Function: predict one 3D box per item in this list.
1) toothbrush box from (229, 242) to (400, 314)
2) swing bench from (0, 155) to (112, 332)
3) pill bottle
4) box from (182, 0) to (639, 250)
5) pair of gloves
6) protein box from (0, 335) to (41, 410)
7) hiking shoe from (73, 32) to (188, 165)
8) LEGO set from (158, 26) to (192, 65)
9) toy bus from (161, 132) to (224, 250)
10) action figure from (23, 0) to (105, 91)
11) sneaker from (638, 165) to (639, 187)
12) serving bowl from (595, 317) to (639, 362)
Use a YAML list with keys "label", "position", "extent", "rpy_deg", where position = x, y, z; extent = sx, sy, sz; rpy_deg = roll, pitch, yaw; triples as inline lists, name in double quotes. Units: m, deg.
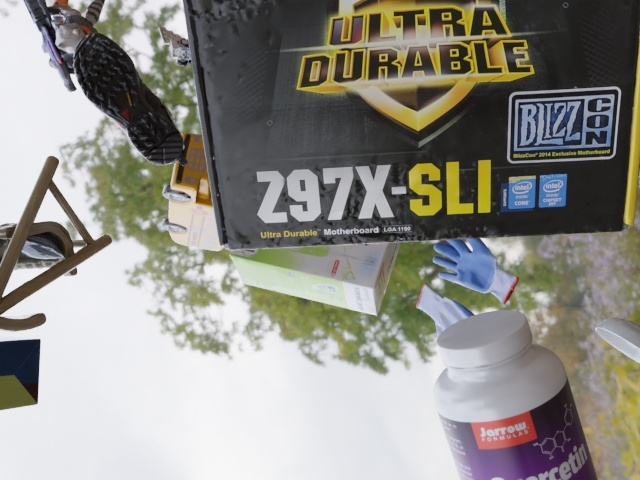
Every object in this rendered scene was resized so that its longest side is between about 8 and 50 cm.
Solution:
- label: "toothbrush box"
  position: [0.000, 0.000, 1.528]
  extent: [0.122, 0.283, 0.206]
  rpy_deg: [77, -150, -59]
- label: "swing bench"
  position: [-0.484, 0.030, 1.114]
  extent: [0.165, 0.253, 0.254]
  rpy_deg: [65, -143, -35]
- label: "pill bottle"
  position: [0.265, 0.267, 1.088]
  extent: [0.181, 0.181, 0.323]
  rpy_deg: [-49, -59, -68]
- label: "box"
  position: [0.069, -0.128, 0.593]
  extent: [0.079, 0.322, 0.257]
  rpy_deg: [-82, -11, -63]
- label: "pair of gloves"
  position: [0.219, 0.088, 1.235]
  extent: [0.023, 0.198, 0.159]
  rpy_deg: [-5, -146, -41]
- label: "protein box"
  position: [-0.696, 0.256, 1.554]
  extent: [0.200, 0.201, 0.136]
  rpy_deg: [8, -97, -63]
- label: "hiking shoe"
  position: [-0.279, -0.199, 1.171]
  extent: [0.227, 0.086, 0.114]
  rpy_deg: [55, 178, 3]
- label: "LEGO set"
  position: [-0.072, -0.242, 0.984]
  extent: [0.244, 0.182, 0.060]
  rpy_deg: [39, -153, -54]
- label: "toy bus"
  position: [-0.220, -0.081, 1.481]
  extent: [0.332, 0.130, 0.108]
  rpy_deg: [124, 157, -69]
- label: "action figure"
  position: [-0.651, -0.581, 2.052]
  extent: [0.330, 0.178, 0.341]
  rpy_deg: [-113, 4, -55]
- label: "sneaker"
  position: [0.665, -0.197, 1.738]
  extent: [0.079, 0.121, 0.217]
  rpy_deg: [94, -172, -52]
- label: "serving bowl"
  position: [0.342, 0.108, 0.862]
  extent: [0.083, 0.027, 0.083]
  rpy_deg: [35, 177, 2]
